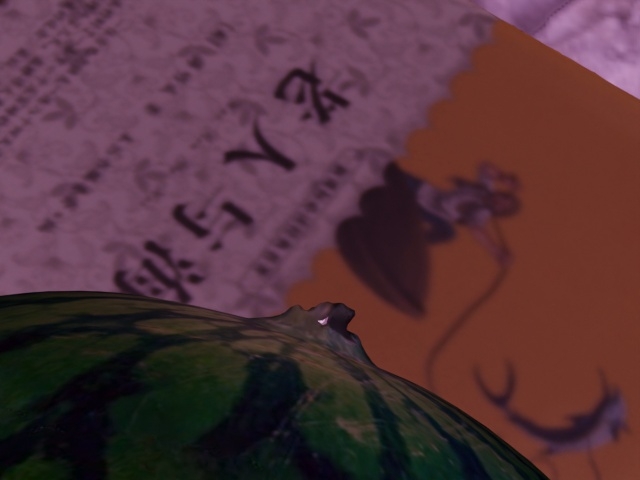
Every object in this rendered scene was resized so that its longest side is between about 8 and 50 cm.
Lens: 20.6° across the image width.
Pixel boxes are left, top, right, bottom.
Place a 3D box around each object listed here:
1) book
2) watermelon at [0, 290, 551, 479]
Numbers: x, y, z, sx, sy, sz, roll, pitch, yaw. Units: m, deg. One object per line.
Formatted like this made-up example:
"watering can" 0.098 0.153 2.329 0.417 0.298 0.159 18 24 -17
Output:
"book" 0.000 0.000 0.676 0.389 0.032 0.269 31 62 11
"watermelon" -0.055 0.187 0.438 0.363 0.363 0.363 6 65 -14
